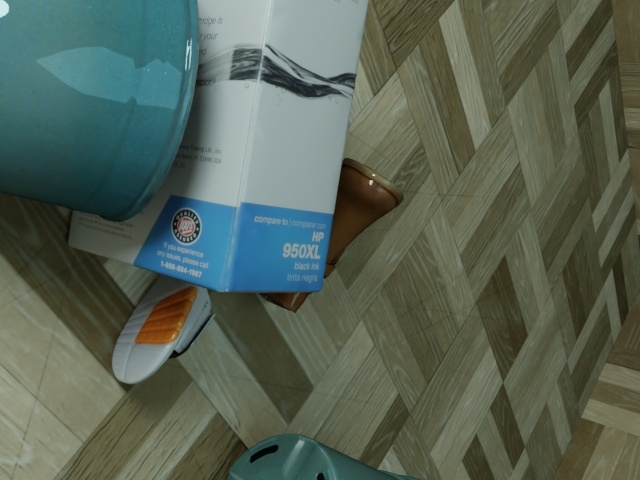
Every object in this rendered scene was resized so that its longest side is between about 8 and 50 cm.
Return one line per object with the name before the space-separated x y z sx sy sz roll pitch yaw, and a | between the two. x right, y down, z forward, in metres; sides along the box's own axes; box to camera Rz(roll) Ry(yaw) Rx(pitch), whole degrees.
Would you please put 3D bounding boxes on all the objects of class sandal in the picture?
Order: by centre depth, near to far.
sandal | -0.176 0.081 0.979 0.076 0.102 0.265 47 62 -43

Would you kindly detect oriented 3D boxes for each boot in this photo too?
boot | 0.000 0.000 1.072 0.109 0.283 0.220 38 76 -14

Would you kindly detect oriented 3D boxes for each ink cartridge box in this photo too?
ink cartridge box | -0.119 -0.159 0.835 0.166 0.285 0.394 5 96 -50

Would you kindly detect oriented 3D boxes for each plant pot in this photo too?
plant pot | -0.287 -0.169 0.665 0.255 0.272 0.271 9 93 -38
plant pot | 0.016 0.490 1.170 0.334 0.341 0.341 44 66 -39
